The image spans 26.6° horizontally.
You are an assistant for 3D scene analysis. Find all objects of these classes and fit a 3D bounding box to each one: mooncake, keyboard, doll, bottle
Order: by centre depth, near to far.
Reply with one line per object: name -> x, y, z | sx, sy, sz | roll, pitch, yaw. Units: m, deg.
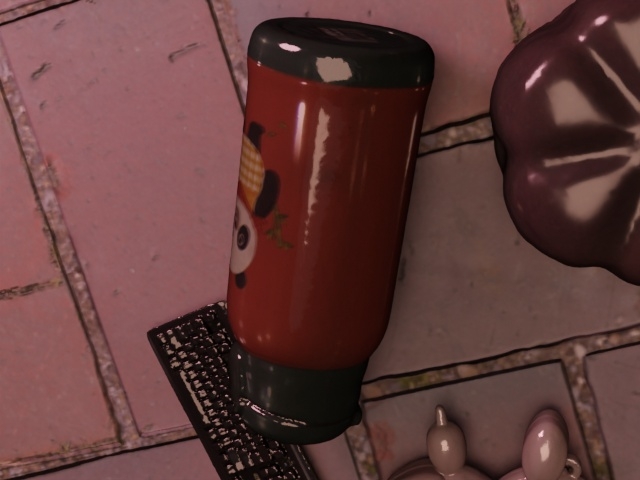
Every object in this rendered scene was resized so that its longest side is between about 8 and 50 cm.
mooncake -> 0.245, -0.080, 1.008 | 0.245, 0.133, 0.244 | 1, 103, 5
bottle -> 0.000, 0.000, 1.075 | 0.144, 0.144, 0.336 | 10, 107, 10
doll -> 0.149, 0.206, 1.141 | 0.161, 0.059, 0.160 | 34, 111, 3
keyboard -> -0.068, 0.166, 1.198 | 0.094, 0.025, 0.230 | -24, 99, 20
